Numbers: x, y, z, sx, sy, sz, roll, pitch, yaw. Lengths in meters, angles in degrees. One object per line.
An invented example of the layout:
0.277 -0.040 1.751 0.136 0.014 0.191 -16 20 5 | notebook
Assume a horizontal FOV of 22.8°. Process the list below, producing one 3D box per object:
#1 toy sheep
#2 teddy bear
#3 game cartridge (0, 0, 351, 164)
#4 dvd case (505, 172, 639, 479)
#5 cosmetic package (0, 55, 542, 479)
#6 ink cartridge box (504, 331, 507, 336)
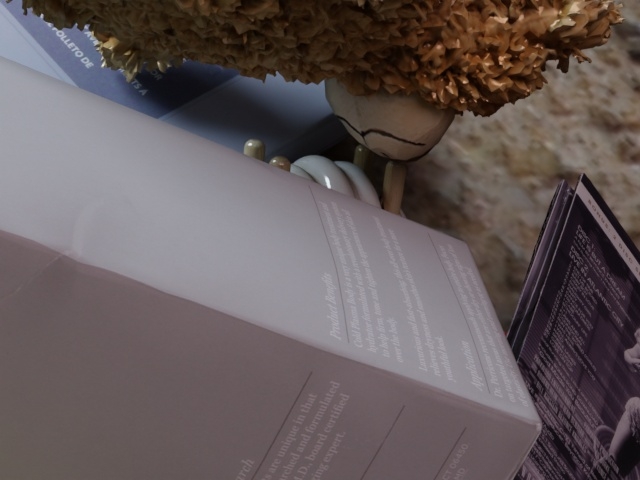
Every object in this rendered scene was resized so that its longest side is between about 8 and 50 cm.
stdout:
0.000 0.000 0.738 0.132 0.091 0.091 2 56 -23 | toy sheep
-0.036 -0.110 0.643 0.338 0.245 0.113 22 66 -53 | teddy bear
-0.120 -0.132 0.814 0.196 0.060 0.294 -34 71 -29 | game cartridge
0.132 0.086 0.675 0.164 0.018 0.221 53 32 -15 | dvd case
-0.061 0.026 0.512 0.238 0.107 0.127 19 25 -15 | cosmetic package
-0.024 0.066 0.654 0.231 0.078 0.134 20 88 -3 | ink cartridge box
